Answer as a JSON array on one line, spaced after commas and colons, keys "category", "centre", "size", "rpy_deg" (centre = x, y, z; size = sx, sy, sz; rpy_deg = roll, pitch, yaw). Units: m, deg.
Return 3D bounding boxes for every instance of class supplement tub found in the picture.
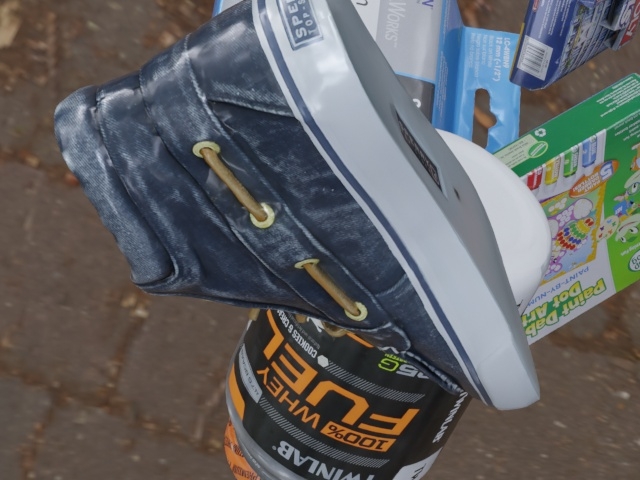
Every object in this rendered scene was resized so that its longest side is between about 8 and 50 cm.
[{"category": "supplement tub", "centre": [0.041, 0.078, 1.374], "size": [0.193, 0.194, 0.316], "rpy_deg": [43, 132, 22]}]

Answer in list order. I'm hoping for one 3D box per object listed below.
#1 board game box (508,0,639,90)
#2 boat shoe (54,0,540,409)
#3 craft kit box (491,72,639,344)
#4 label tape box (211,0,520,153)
[{"category": "board game box", "centre": [0.249, -0.233, 1.418], "size": [0.060, 0.194, 0.194], "rpy_deg": [30, 129, 25]}, {"category": "boat shoe", "centre": [0.000, 0.000, 0.494], "size": [0.083, 0.183, 0.065], "rpy_deg": [-22, 47, 14]}, {"category": "craft kit box", "centre": [0.250, -0.017, 1.775], "size": [0.250, 0.246, 0.061], "rpy_deg": [-30, 50, -12]}, {"category": "label tape box", "centre": [0.054, -0.180, 1.784], "size": [0.348, 0.115, 0.249], "rpy_deg": [10, 60, -5]}]
